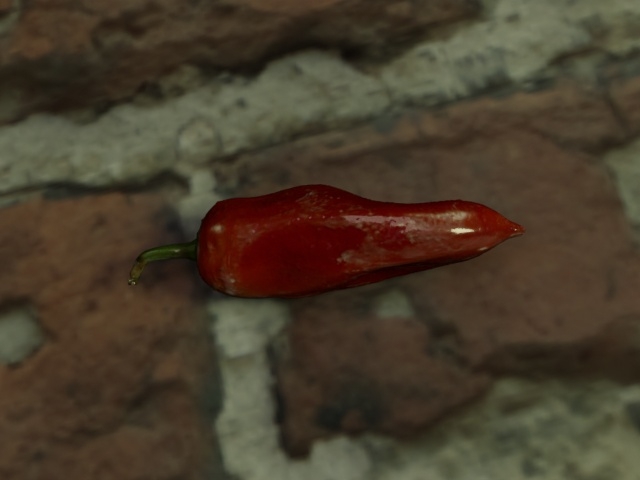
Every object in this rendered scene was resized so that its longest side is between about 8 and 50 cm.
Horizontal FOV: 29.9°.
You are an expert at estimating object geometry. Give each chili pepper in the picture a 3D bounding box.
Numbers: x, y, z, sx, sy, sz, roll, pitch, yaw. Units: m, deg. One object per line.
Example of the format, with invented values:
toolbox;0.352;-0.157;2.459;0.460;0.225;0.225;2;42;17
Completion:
chili pepper;0.000;-0.001;0.565;0.191;0.059;0.050;-5;64;8
